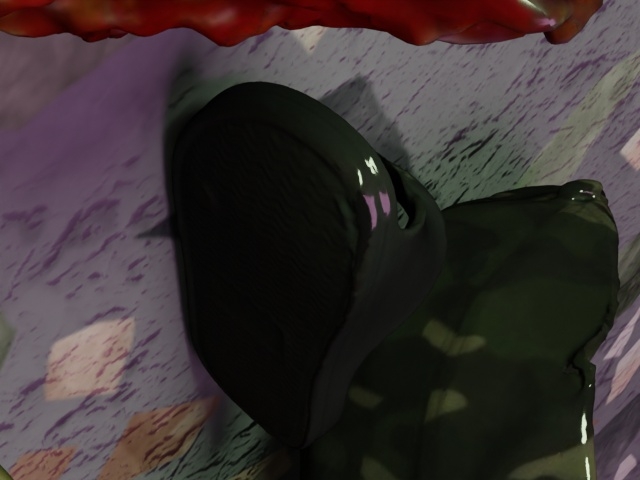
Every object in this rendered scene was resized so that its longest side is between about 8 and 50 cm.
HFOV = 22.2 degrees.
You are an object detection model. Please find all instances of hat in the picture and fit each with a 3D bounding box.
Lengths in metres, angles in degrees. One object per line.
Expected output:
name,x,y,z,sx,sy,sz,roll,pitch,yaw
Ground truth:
hat,0.006,0.135,0.900,0.382,0.257,0.366,-17,-178,5

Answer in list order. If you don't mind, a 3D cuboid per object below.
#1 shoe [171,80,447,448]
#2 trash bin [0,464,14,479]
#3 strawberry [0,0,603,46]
shoe,0.000,0.000,0.724,0.093,0.108,0.241,-38,159,-26
trash bin,-0.222,0.182,0.486,0.334,0.214,0.214,-40,153,-9
strawberry,-0.038,-0.115,0.416,0.178,0.234,0.234,-31,163,25
